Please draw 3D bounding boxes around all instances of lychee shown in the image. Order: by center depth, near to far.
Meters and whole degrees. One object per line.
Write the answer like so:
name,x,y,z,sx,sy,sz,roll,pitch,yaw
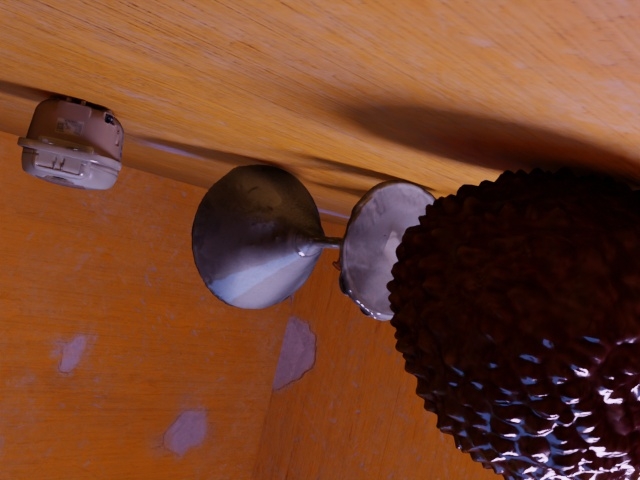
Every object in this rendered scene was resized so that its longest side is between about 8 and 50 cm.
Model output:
lychee,0.218,0.079,0.849,0.306,0.306,0.330,14,-168,-41

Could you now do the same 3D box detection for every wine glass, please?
wine glass,0.000,0.000,1.473,0.267,0.267,0.406,14,174,-34

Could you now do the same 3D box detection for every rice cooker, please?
rice cooker,-0.360,-0.139,1.345,0.145,0.127,0.206,13,176,-7

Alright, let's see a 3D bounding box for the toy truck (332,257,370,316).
toy truck,0.202,0.081,1.599,0.173,0.207,0.387,14,-161,-38
